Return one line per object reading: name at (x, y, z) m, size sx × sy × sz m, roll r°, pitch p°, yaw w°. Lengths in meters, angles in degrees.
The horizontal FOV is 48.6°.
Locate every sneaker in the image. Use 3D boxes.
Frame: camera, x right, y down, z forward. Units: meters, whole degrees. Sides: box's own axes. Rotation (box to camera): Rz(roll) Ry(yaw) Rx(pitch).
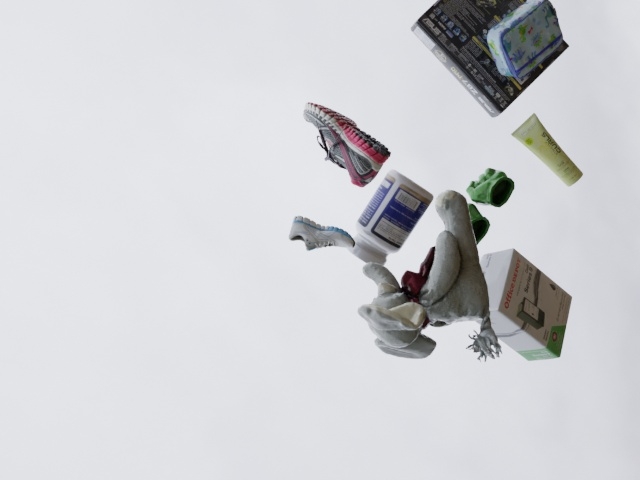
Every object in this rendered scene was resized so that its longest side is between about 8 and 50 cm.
sneaker at (0.041, -0.248, 1.758) m, size 0.120 × 0.299 × 0.112 m, roll 12°, pitch -63°, yaw -45°
sneaker at (0.000, 0.000, 1.939) m, size 0.071 × 0.190 × 0.083 m, roll 77°, pitch -147°, yaw -58°

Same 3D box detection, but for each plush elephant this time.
plush elephant at (0.196, 0.113, 1.431) m, size 0.272 × 0.255 × 0.330 m, roll 79°, pitch -179°, yaw -58°

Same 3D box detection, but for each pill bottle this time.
pill bottle at (0.194, -0.058, 2.033) m, size 0.153 × 0.153 × 0.265 m, roll 23°, pitch -77°, yaw -46°

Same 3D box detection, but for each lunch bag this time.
lunch bag at (0.615, -0.600, 2.114) m, size 0.219 × 0.090 × 0.176 m, roll -38°, pitch -58°, yaw -11°

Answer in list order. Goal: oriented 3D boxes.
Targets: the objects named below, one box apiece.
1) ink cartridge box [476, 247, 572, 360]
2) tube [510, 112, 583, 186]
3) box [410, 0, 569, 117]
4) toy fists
ink cartridge box at (0.578, 0.188, 2.047) m, size 0.289 × 0.121 × 0.211 m, roll 35°, pitch -119°, yaw -26°
tube at (0.691, -0.267, 2.146) m, size 0.240 × 0.062 × 0.070 m, roll 47°, pitch -118°, yaw -3°
box at (0.530, -0.637, 2.225) m, size 0.318 × 0.097 × 0.395 m, roll -45°, pitch -87°, yaw -4°
toy fists at (0.513, -0.113, 2.324) m, size 0.096 × 0.142 × 0.279 m, roll 30°, pitch -86°, yaw -19°
